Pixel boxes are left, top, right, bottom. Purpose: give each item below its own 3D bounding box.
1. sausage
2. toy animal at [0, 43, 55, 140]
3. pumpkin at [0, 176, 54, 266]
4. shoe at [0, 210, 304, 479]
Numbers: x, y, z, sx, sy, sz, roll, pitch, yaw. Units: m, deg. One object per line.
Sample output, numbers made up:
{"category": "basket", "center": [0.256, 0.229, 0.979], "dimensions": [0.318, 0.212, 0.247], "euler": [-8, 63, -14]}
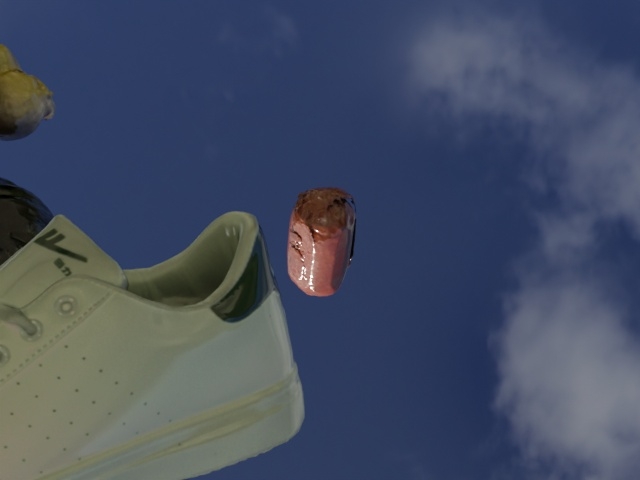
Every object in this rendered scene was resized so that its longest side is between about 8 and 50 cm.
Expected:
{"category": "sausage", "center": [0.000, 0.000, 1.227], "dimensions": [0.076, 0.141, 0.076], "euler": [2, -132, -3]}
{"category": "toy animal", "center": [-0.420, -0.156, 1.381], "dimensions": [0.233, 0.121, 0.169], "euler": [-27, -149, 18]}
{"category": "pumpkin", "center": [-0.392, 0.031, 1.287], "dimensions": [0.220, 0.162, 0.221], "euler": [-15, -129, 19]}
{"category": "shoe", "center": [-0.175, 0.074, 0.662], "dimensions": [0.363, 0.132, 0.160], "euler": [-12, -73, -28]}
